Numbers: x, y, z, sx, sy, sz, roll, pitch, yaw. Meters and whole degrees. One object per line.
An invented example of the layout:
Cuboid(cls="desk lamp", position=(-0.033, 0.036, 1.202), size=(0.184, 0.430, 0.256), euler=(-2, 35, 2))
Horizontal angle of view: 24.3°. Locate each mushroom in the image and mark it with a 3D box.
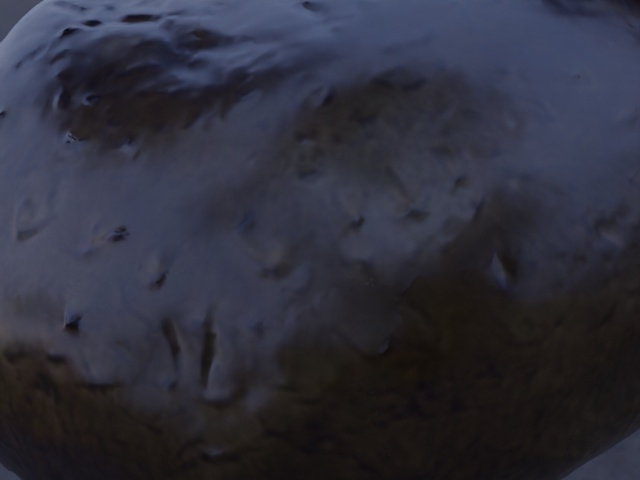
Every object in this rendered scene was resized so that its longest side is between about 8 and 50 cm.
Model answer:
Cuboid(cls="mushroom", position=(-0.007, -0.019, 0.623), size=(0.345, 0.239, 0.345), euler=(-29, 20, 11))
